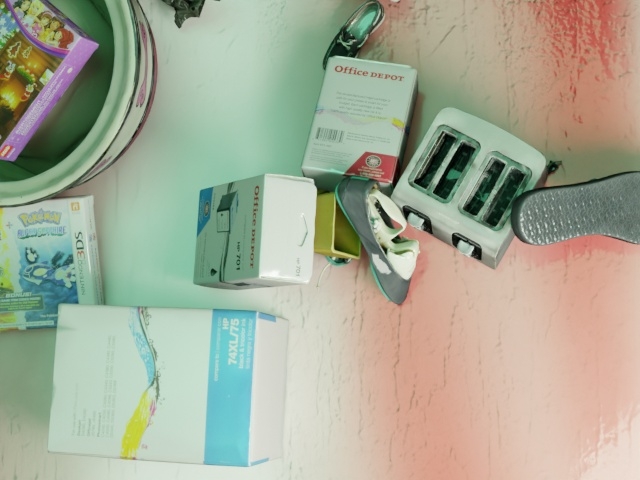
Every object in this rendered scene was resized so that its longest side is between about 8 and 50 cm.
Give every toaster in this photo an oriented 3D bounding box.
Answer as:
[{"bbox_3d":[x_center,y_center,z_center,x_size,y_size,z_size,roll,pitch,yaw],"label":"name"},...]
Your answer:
[{"bbox_3d":[0.206,-0.076,1.512,0.168,0.110,0.185,30,88,12],"label":"toaster"}]

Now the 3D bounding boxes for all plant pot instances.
[{"bbox_3d":[0.001,-0.018,1.526,0.083,0.081,0.081,-2,81,29],"label":"plant pot"}]

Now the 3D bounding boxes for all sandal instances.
[{"bbox_3d":[0.363,-0.043,1.470,0.255,0.054,0.097,0,95,-16],"label":"sandal"}]

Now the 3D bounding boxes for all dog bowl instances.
[{"bbox_3d":[-0.414,-0.247,1.608,0.408,0.150,0.407,0,89,16],"label":"dog bowl"}]

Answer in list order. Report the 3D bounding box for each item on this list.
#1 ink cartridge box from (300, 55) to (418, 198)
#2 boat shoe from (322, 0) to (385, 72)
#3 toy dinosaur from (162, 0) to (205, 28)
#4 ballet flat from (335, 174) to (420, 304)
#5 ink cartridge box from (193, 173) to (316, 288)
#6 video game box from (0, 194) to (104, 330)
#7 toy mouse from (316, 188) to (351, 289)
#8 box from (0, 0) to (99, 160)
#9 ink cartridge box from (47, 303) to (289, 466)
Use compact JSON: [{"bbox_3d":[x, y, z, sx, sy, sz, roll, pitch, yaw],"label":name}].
[{"bbox_3d":[0.057,-0.154,1.553,0.127,0.072,0.175,10,71,12],"label":"ink cartridge box"},{"bbox_3d":[0.045,-0.290,1.608,0.046,0.038,0.125,43,91,13],"label":"boat shoe"},{"bbox_3d":[-0.241,-0.415,1.580,0.164,0.218,0.322,-53,34,15],"label":"toy dinosaur"},{"bbox_3d":[0.089,0.000,1.497,0.074,0.074,0.203,-25,114,6],"label":"ballet flat"},{"bbox_3d":[-0.091,-0.009,1.518,0.082,0.191,0.139,8,81,-31],"label":"ink cartridge box"},{"bbox_3d":[-0.419,0.034,1.620,0.205,0.048,0.187,-4,95,9],"label":"video game box"},{"bbox_3d":[0.000,0.000,1.579,0.161,0.031,0.143,-4,81,10],"label":"toy mouse"},{"bbox_3d":[-0.466,-0.275,1.515,0.293,0.057,0.201,40,99,13],"label":"box"},{"bbox_3d":[-0.196,0.191,1.504,0.270,0.198,0.197,1,83,10],"label":"ink cartridge box"}]
